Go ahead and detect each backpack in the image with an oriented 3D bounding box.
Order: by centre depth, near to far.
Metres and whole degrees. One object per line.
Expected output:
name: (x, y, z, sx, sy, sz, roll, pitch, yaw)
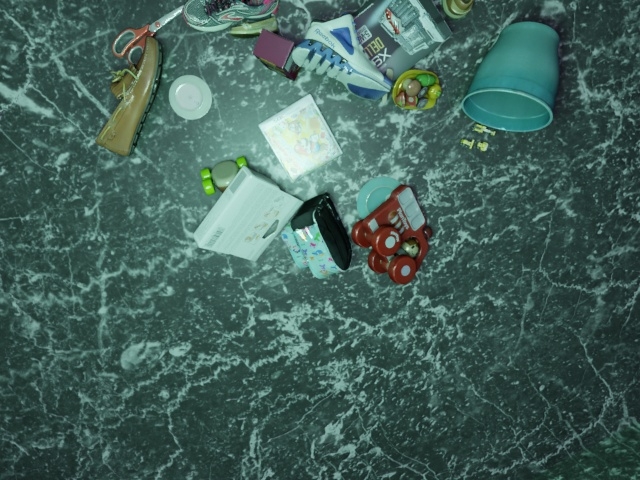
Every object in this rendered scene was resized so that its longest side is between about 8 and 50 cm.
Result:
backpack: (0.000, 0.000, 1.429, 0.191, 0.225, 0.254, -25, 109, 26)

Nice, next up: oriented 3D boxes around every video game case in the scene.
video game case: (-0.067, -0.345, 1.442, 0.206, 0.026, 0.227, -30, 103, 4)

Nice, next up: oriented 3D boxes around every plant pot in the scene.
plant pot: (0.619, -0.518, 1.329, 0.271, 0.271, 0.255, 20, 87, -7)

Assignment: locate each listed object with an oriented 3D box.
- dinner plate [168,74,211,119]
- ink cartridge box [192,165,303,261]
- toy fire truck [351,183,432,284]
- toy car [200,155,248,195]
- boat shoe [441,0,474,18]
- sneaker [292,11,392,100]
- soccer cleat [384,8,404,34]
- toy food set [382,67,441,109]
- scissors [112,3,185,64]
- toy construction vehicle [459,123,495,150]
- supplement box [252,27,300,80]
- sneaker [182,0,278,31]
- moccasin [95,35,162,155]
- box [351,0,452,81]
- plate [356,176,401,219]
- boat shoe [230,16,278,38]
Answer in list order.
dinner plate: (-0.432, -0.474, 1.399, 0.141, 0.017, 0.141, -1, 105, -3)
ink cartridge box: (-0.239, -0.077, 1.424, 0.296, 0.066, 0.261, -50, 144, 14)
toy fire truck: (0.276, -0.008, 1.470, 0.254, 0.169, 0.302, -39, 115, -13)
toy car: (-0.298, -0.163, 1.440, 0.155, 0.149, 0.188, -19, 129, -6)
boat shoe: (0.448, -0.867, 1.297, 0.122, 0.120, 0.324, -4, 103, -2)
sneaker: (0.087, -0.564, 1.257, 0.315, 0.127, 0.182, 20, 83, -21)
soccer cleat: (0.228, -0.676, 1.300, 0.035, 0.029, 0.083, -37, 106, -4)
toy food set: (0.309, -0.478, 1.369, 0.217, 0.071, 0.128, -5, 128, -23)
scissors: (-0.538, -0.681, 1.341, 0.109, 0.021, 0.297, 43, 99, -10)
toy construction vehicle: (0.546, -0.355, 1.466, 0.098, 0.035, 0.086, 19, 102, -7)
supplement box: (-0.124, -0.564, 1.296, 0.104, 0.188, 0.081, 27, 102, 2)
sneaker: (-0.280, -0.732, 1.297, 0.299, 0.112, 0.121, -13, 103, 1)
moccasin: (-0.605, -0.461, 1.335, 0.146, 0.139, 0.380, 22, 111, -24)
box: (0.224, -0.658, 1.357, 0.307, 0.076, 0.242, -37, 102, 5)
plate: (0.223, -0.132, 1.508, 0.188, 0.024, 0.188, 0, 103, -2)
boat shoe: (-0.212, -0.676, 1.342, 0.152, 0.056, 0.048, -9, 102, -4)
